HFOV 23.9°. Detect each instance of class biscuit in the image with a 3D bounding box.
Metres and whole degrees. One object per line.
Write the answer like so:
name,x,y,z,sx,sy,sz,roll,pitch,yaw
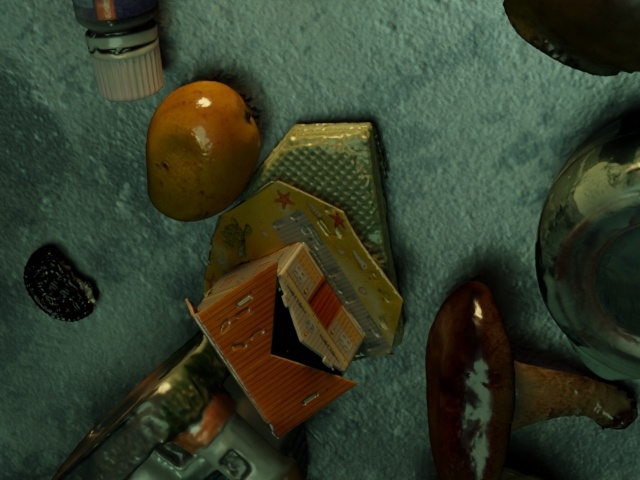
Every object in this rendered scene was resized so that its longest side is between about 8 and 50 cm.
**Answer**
biscuit,0.000,0.000,1.542,0.150,0.052,0.252,1,119,17
biscuit,-0.288,0.048,1.671,0.087,0.027,0.089,13,122,10

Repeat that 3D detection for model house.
model house,-0.114,0.274,1.654,0.301,0.190,0.271,42,120,-10
model house,-0.050,0.076,1.493,0.207,0.136,0.219,-21,111,33

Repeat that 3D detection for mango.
mango,-0.119,-0.083,1.509,0.115,0.089,0.165,15,125,10

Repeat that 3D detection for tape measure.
tape measure,0.331,0.012,1.396,0.256,0.147,0.275,-5,121,22

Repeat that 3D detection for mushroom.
mushroom,0.219,0.148,1.535,0.217,0.148,0.227,-3,105,-12

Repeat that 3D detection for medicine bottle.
medicine bottle,-0.198,-0.236,1.449,0.083,0.083,0.203,3,121,15

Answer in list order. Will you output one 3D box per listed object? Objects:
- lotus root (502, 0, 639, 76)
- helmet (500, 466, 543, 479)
lotus root,0.258,-0.255,1.266,0.267,0.149,0.260,41,121,-5
helmet,0.208,0.322,1.618,0.204,0.137,0.257,12,154,51
